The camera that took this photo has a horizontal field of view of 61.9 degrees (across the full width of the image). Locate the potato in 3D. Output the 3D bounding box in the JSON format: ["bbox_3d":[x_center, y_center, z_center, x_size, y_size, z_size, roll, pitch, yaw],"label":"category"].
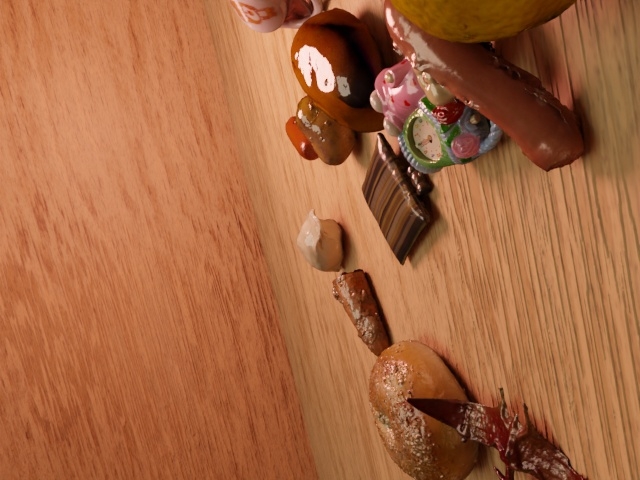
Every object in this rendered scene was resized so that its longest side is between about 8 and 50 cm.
[{"bbox_3d":[0.019,-0.265,1.246,0.176,0.137,0.137,57,170,-18],"label":"potato"}]

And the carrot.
[{"bbox_3d":[0.122,0.203,1.404,0.263,0.101,0.102,65,162,12],"label":"carrot"}]

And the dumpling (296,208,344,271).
[{"bbox_3d":[0.000,0.000,1.539,0.162,0.132,0.250,52,169,35],"label":"dumpling"}]

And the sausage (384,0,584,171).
[{"bbox_3d":[0.186,-0.195,0.633,0.304,0.078,0.078,41,157,6],"label":"sausage"}]

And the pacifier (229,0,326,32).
[{"bbox_3d":[-0.129,-0.617,1.247,0.332,0.220,0.273,38,-146,-78],"label":"pacifier"}]

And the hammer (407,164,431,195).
[{"bbox_3d":[0.202,-0.180,0.878,0.292,0.029,0.058,106,144,-58],"label":"hammer"}]

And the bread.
[{"bbox_3d":[0.201,0.367,1.129,0.305,0.158,0.306,163,90,-74],"label":"bread"}]

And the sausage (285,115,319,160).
[{"bbox_3d":[-0.050,-0.295,1.533,0.197,0.076,0.076,-122,23,-48],"label":"sausage"}]

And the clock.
[{"bbox_3d":[0.178,-0.202,0.766,0.194,0.100,0.195,59,156,-1],"label":"clock"}]

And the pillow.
[{"bbox_3d":[0.147,-0.080,1.096,0.208,0.052,0.212,101,147,-64],"label":"pillow"}]

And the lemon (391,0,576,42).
[{"bbox_3d":[0.158,-0.321,0.494,0.267,0.267,0.268,165,90,-74],"label":"lemon"}]

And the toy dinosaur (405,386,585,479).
[{"bbox_3d":[0.280,0.339,0.861,0.327,0.112,0.207,53,143,39],"label":"toy dinosaur"}]

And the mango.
[{"bbox_3d":[0.042,-0.338,1.045,0.287,0.152,0.201,56,140,38],"label":"mango"}]
